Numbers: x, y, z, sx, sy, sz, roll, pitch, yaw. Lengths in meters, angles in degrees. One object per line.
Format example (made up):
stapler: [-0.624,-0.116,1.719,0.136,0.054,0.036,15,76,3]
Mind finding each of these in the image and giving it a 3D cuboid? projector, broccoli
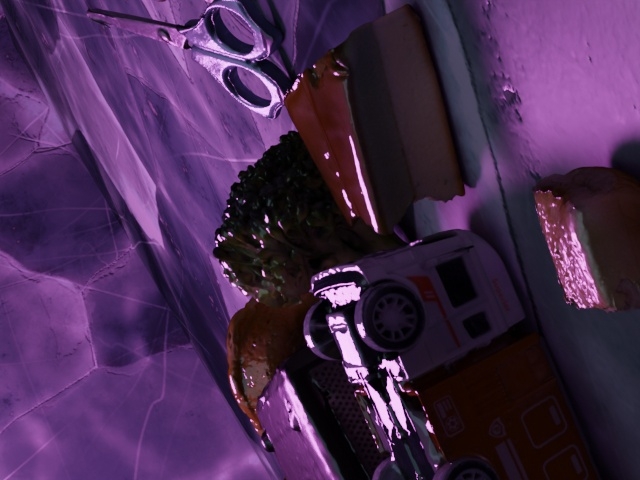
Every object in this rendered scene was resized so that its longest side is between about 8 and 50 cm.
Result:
projector: [0.101,0.308,1.646,0.405,0.242,0.395,60,167,9]
broccoli: [0.000,0.000,1.529,0.245,0.288,0.248,44,125,8]

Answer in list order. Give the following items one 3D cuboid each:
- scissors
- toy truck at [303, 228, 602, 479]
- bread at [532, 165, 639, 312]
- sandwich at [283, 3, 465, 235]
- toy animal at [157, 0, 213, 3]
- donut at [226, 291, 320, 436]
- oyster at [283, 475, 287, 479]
scissors: [-0.186,-0.268,1.702,0.360,0.029,0.191,18,143,30]
toy truck: [0.150,0.177,1.308,0.387,0.207,0.173,67,157,-2]
bread: [0.222,-0.002,0.980,0.125,0.082,0.106,-136,31,-77]
sandwich: [0.065,-0.108,1.266,0.186,0.108,0.220,61,163,3]
toy animal: [-0.206,-0.416,1.692,0.219,0.103,0.101,61,150,7]
donut: [-0.039,0.203,1.999,0.128,0.208,0.261,-3,126,41]
oyster: [0.091,0.408,1.901,0.361,0.221,0.096,49,151,34]
